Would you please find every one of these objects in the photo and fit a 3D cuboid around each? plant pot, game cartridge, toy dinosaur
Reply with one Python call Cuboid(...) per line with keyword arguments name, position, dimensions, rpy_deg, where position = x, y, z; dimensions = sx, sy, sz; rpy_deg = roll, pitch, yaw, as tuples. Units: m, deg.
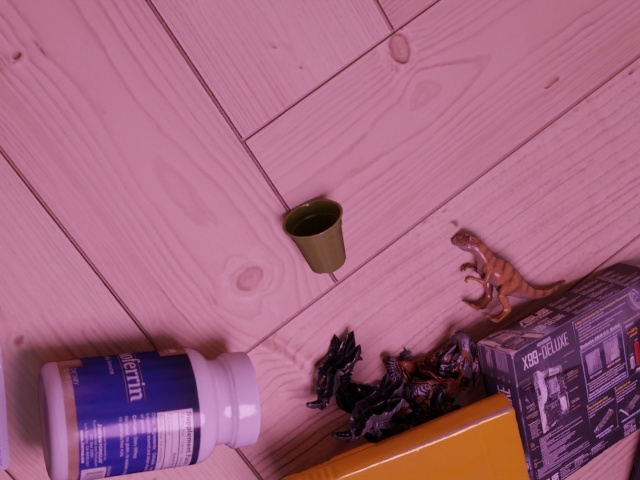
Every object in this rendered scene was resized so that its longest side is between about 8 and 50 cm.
Cuboid(name="plant pot", position=(0.000, 0.000, 1.442), dimensions=(0.083, 0.083, 0.079), rpy_deg=(-28, 126, -11))
Cuboid(name="game cartridge", position=(0.134, 0.373, 1.486), dimensions=(0.324, 0.052, 0.285), rpy_deg=(-19, 124, -3))
Cuboid(name="toy dinosaur", position=(0.272, 0.065, 1.566), dimensions=(0.211, 0.064, 0.112), rpy_deg=(32, 91, -26))
Cuboid(name="toy dinosaur", position=(0.103, 0.255, 1.520), dimensions=(0.218, 0.164, 0.322), rpy_deg=(45, 65, -41))

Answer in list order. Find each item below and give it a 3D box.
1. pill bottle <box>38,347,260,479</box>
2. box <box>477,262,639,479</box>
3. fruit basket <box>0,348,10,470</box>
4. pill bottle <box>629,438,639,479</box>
Cuboid(name="pill bottle", position=(-0.218, 0.218, 1.376), dimensions=(0.265, 0.153, 0.153), rpy_deg=(-4, 107, -20))
Cuboid(name="box", position=(0.385, 0.203, 1.603), dimensions=(0.307, 0.076, 0.242), rpy_deg=(-25, 113, -28))
Cuboid(name="fruit basket", position=(-0.550, 0.150, 1.247), dimensions=(0.353, 0.165, 0.326), rpy_deg=(-11, 104, -37))
Cuboid(name="pill bottle", position=(0.569, 0.378, 1.734), dimensions=(0.131, 0.130, 0.245), rpy_deg=(5, 103, -22))
